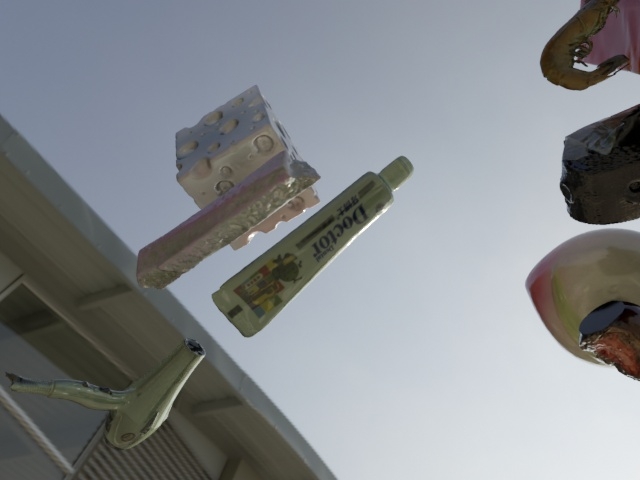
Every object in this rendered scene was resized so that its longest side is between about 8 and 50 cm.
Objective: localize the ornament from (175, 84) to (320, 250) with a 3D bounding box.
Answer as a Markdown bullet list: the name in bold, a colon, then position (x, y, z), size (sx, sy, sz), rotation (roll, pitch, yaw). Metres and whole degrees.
- **ornament**: position (-0.176, -0.173, 1.393), size (0.240, 0.239, 0.239), rotation (-29, -54, 7)

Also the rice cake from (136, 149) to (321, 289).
- **rice cake**: position (-0.160, -0.027, 0.924), size (0.365, 0.072, 0.056), rotation (-31, -42, 22)

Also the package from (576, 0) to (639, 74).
- **package**: position (0.531, -0.373, 0.947), size (0.123, 0.423, 0.195), rotation (-2, -68, 5)

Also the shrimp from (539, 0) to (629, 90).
- **shrimp**: position (0.391, -0.287, 0.818), size (0.178, 0.124, 0.034), rotation (-47, -42, 17)

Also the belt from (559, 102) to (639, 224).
- **belt**: position (0.541, -0.150, 0.993), size (0.289, 0.184, 0.164), rotation (-24, -59, 0)

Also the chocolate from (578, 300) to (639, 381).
- **chocolate**: position (0.530, 0.181, 1.024), size (0.127, 0.124, 0.133), rotation (-35, -82, 5)

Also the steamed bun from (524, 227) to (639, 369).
- **steamed bun**: position (0.573, 0.116, 1.235), size (0.310, 0.309, 0.309), rotation (7, -58, 11)

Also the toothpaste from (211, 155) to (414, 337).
- **toothpaste**: position (0.000, 0.000, 0.622), size (0.255, 0.037, 0.067), rotation (-40, -69, -4)

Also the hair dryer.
- **hair dryer**: position (-0.309, 0.216, 0.937), size (0.229, 0.092, 0.267), rotation (-36, -45, -2)
